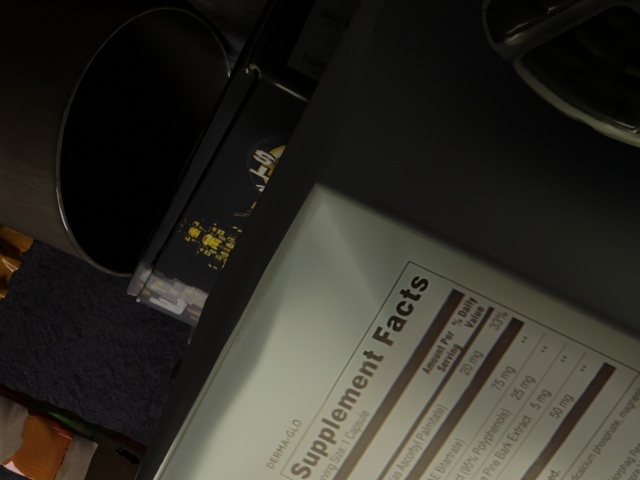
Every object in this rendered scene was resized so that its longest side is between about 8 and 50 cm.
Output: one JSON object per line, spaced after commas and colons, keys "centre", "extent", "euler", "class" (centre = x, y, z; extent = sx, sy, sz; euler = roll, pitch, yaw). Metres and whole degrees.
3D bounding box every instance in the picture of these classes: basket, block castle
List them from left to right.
{"centre": [-0.192, -0.087, 0.918], "extent": [0.227, 0.154, 0.204], "euler": [19, 175, 20], "class": "basket"}
{"centre": [-0.200, 0.093, 1.546], "extent": [0.453, 0.303, 0.213], "euler": [29, 172, -35], "class": "block castle"}

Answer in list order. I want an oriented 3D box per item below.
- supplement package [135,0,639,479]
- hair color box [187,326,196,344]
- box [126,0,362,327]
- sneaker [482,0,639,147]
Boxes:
{"centre": [0.092, 0.061, 0.539], "extent": [0.263, 0.198, 0.199], "euler": [26, -147, -5], "class": "supplement package"}
{"centre": [0.047, 0.027, 1.116], "extent": [0.105, 0.173, 0.347], "euler": [21, 173, -31], "class": "hair color box"}
{"centre": [0.118, 0.028, 0.780], "extent": [0.395, 0.097, 0.318], "euler": [25, 159, -7], "class": "box"}
{"centre": [0.215, -0.043, 0.431], "extent": [0.330, 0.129, 0.147], "euler": [22, -174, 19], "class": "sneaker"}
